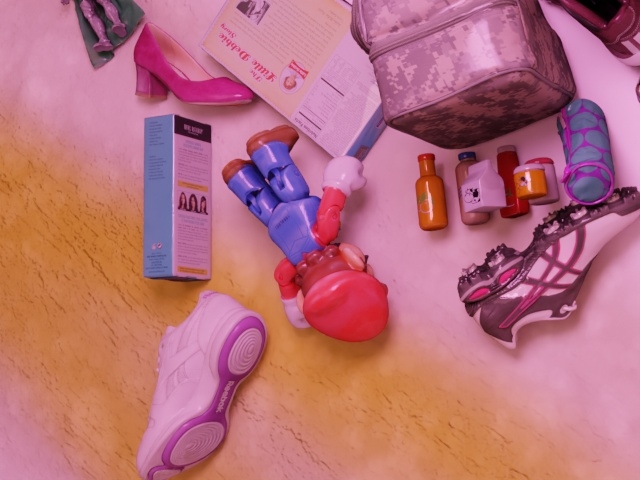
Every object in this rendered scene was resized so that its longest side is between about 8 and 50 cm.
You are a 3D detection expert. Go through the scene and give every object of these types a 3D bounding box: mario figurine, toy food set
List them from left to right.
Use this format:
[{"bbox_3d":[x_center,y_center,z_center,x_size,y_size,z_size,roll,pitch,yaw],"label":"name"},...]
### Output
[{"bbox_3d":[0.000,0.000,1.788,0.170,0.198,0.320,-26,73,-18],"label":"mario figurine"},{"bbox_3d":[0.224,-0.086,1.662,0.232,0.111,0.104,-22,71,58],"label":"toy food set"}]

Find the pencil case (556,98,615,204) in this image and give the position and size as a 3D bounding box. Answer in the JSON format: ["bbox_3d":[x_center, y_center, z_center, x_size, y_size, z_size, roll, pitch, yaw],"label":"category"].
[{"bbox_3d":[0.333,-0.113,1.600,0.152,0.070,0.064,-84,19,-51],"label":"pencil case"}]

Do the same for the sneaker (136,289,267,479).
[{"bbox_3d":[-0.193,0.216,1.890,0.152,0.114,0.305,35,98,41],"label":"sneaker"}]

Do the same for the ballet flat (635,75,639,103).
[{"bbox_3d":[0.431,-0.226,1.612,0.041,0.041,0.114,21,95,29],"label":"ballet flat"}]

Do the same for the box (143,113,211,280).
[{"bbox_3d":[-0.217,-0.062,1.921,0.060,0.100,0.244,-4,82,29],"label":"box"}]

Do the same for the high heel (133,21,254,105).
[{"bbox_3d":[-0.194,-0.269,1.943,0.244,0.082,0.117,14,102,43],"label":"high heel"}]

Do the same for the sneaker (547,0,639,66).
[{"bbox_3d":[0.320,-0.345,1.601,0.106,0.162,0.281,-50,53,15],"label":"sneaker"}]

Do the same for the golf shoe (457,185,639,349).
[{"bbox_3d":[0.310,0.029,1.636,0.273,0.105,0.120,-34,96,19],"label":"golf shoe"}]

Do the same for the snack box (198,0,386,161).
[{"bbox_3d":[-0.017,-0.274,1.855,0.322,0.060,0.187,41,104,26],"label":"snack box"}]

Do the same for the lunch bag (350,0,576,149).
[{"bbox_3d":[0.176,-0.273,1.615,0.212,0.305,0.256,-19,79,24],"label":"lunch bag"}]

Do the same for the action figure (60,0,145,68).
[{"bbox_3d":[-0.382,-0.415,2.078,0.137,0.063,0.232,-39,64,23],"label":"action figure"}]
